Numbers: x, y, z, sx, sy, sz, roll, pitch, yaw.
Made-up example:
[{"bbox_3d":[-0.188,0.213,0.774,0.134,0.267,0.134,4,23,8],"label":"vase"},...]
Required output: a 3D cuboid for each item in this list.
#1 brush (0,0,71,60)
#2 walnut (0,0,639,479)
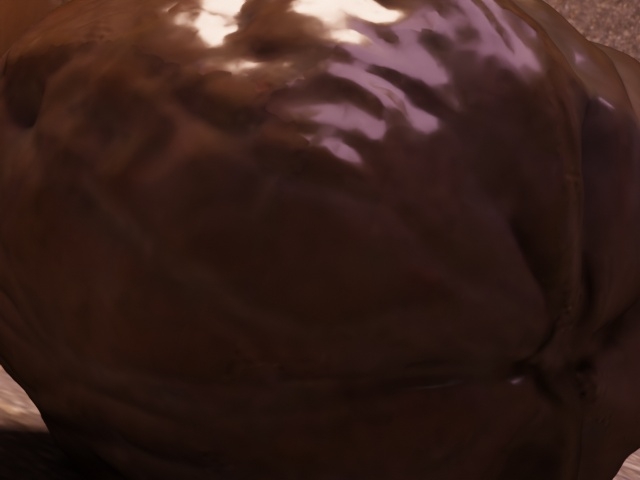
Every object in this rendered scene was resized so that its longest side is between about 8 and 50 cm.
[{"bbox_3d":[-0.037,-0.021,0.826,0.267,0.174,0.166,44,29,28],"label":"brush"},{"bbox_3d":[0.000,0.000,0.573,0.224,0.224,0.224,22,6,-3],"label":"walnut"}]
